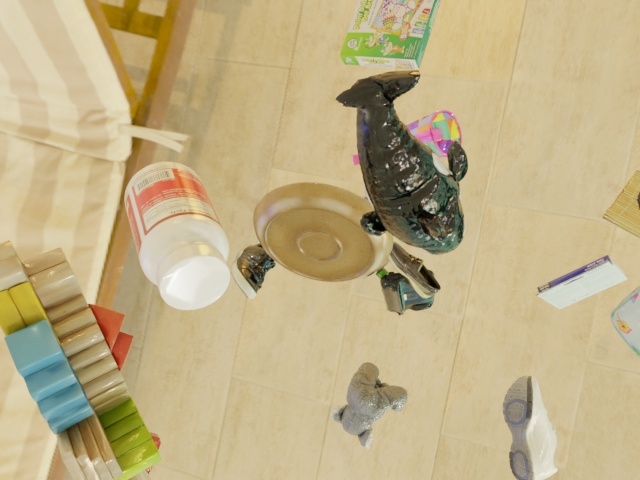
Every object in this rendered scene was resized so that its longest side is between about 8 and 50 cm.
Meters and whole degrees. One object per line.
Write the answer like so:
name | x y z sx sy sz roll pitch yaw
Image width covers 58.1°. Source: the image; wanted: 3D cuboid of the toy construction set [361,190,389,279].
toy construction set | 0.172 -0.024 1.812 0.237 0.257 0.309 46 110 1

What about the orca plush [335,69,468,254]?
orca plush | 0.122 -0.058 0.648 0.151 0.287 0.102 -25 47 -8

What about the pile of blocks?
pile of blocks | -0.243 0.160 0.630 0.112 0.149 0.363 -26 115 -23

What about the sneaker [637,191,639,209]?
sneaker | 0.595 -0.088 0.908 0.082 0.209 0.069 -13 80 -5

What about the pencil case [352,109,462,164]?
pencil case | 0.179 -0.194 1.196 0.236 0.104 0.105 -13 84 52

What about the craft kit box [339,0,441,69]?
craft kit box | 0.209 -0.639 1.721 0.246 0.061 0.250 12 77 30

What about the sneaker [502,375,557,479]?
sneaker | 0.598 0.529 1.626 0.129 0.111 0.298 -1 88 -26

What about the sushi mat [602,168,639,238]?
sushi mat | 0.784 -0.024 1.226 0.316 0.019 0.151 36 76 27

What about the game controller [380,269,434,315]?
game controller | 0.284 0.165 1.848 0.166 0.319 0.067 -16 65 4

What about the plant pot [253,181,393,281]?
plant pot | 0.000 0.000 0.944 0.236 0.236 0.032 2 49 16

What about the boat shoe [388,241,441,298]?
boat shoe | 0.200 0.056 1.229 0.152 0.056 0.049 46 134 -13

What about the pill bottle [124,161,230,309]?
pill bottle | -0.377 -0.017 1.528 0.229 0.229 0.408 -43 44 11

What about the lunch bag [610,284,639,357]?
lunch bag | 0.717 0.161 1.113 0.107 0.279 0.224 -30 66 -20

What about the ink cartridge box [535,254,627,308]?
ink cartridge box | 0.756 0.119 1.684 0.223 0.224 0.045 -32 56 27

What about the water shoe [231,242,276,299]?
water shoe | -0.138 0.050 1.222 0.080 0.203 0.073 -30 112 6

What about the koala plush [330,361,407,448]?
koala plush | 0.138 0.553 1.892 0.196 0.203 0.221 37 112 22
